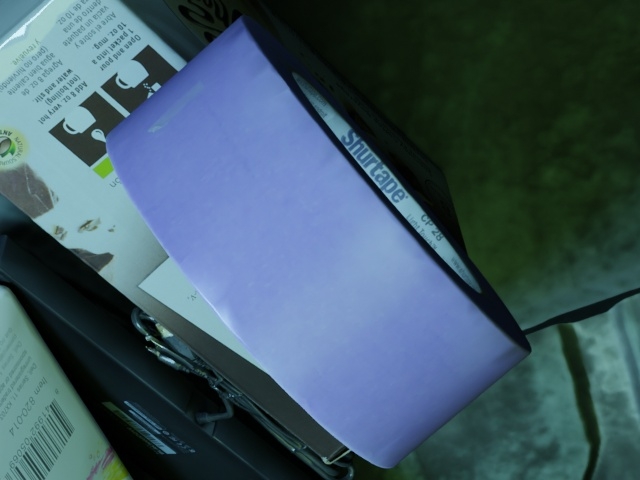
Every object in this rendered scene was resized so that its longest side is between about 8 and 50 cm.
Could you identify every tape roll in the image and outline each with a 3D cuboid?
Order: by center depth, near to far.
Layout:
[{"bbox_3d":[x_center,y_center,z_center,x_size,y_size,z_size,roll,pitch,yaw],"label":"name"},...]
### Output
[{"bbox_3d":[0.000,0.000,0.839,0.080,0.189,0.189,-41,119,7],"label":"tape roll"}]

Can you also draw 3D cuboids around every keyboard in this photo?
[{"bbox_3d":[-0.077,0.096,1.133,0.317,0.033,0.201,41,151,-29],"label":"keyboard"}]

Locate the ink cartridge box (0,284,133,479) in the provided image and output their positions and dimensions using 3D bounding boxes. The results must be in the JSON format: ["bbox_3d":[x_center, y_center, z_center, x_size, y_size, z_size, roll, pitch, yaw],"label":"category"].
[{"bbox_3d":[-0.193,0.212,1.125,0.119,0.207,0.353,3,136,33],"label":"ink cartridge box"}]

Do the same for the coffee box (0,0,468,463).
[{"bbox_3d":[-0.058,-0.045,1.014,0.119,0.168,0.297,-39,119,17],"label":"coffee box"}]
